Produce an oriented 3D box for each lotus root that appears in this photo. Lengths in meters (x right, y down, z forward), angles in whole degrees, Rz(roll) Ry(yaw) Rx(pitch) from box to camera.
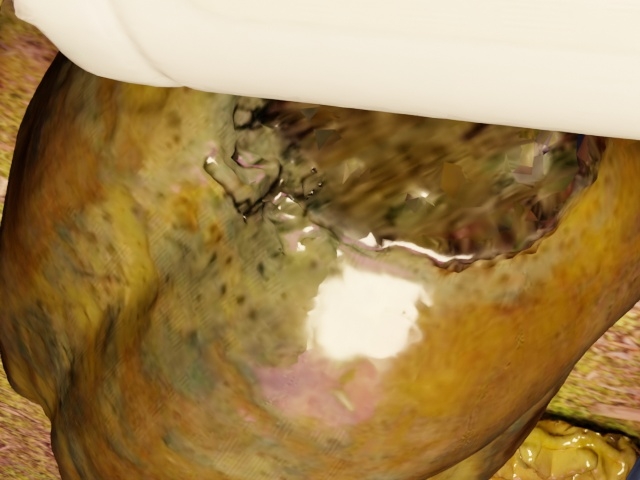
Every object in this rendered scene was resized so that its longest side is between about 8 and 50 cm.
[{"bbox_3d":[0.000,0.000,0.772,0.250,0.250,0.346,22,159,-7],"label":"lotus root"}]

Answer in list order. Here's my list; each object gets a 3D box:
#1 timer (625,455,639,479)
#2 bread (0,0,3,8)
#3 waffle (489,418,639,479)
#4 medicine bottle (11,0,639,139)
[{"bbox_3d":[0.261,0.199,1.073,0.270,0.270,0.383,18,173,3],"label":"timer"},{"bbox_3d":[-0.191,-0.121,0.619,0.238,0.252,0.196,22,160,-14],"label":"bread"},{"bbox_3d":[0.146,0.157,1.273,0.149,0.051,0.194,11,159,10],"label":"waffle"},{"bbox_3d":[0.106,-0.114,0.446,0.332,0.190,0.190,8,156,18],"label":"medicine bottle"}]
